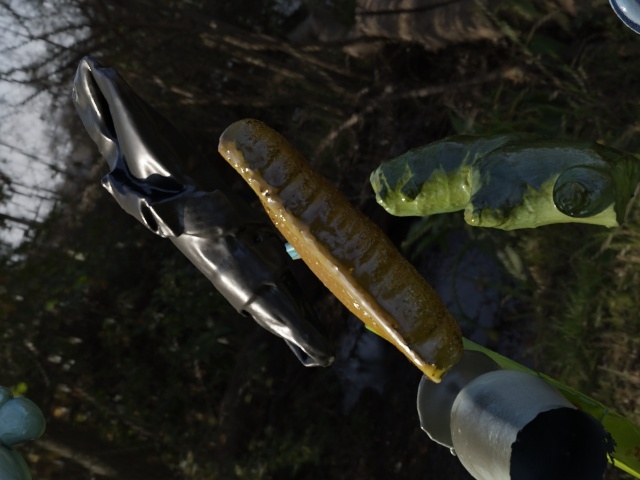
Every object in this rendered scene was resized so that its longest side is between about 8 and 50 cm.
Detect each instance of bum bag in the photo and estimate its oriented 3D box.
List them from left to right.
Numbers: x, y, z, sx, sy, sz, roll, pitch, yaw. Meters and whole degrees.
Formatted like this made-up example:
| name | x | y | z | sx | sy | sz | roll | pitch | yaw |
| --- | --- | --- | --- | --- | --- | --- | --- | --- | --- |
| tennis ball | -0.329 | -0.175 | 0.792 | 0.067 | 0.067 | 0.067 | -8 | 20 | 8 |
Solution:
| name | x | y | z | sx | sy | sz | roll | pitch | yaw |
| --- | --- | --- | --- | --- | --- | --- | --- | --- | --- |
| bum bag | -0.077 | -0.012 | 0.559 | 0.060 | 0.248 | 0.123 | -46 | 13 | -7 |

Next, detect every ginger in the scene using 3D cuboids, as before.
| name | x | y | z | sx | sy | sz | roll | pitch | yaw |
| --- | --- | --- | --- | --- | --- | --- | --- | --- | --- |
| ginger | 0.167 | -0.057 | 0.820 | 0.137 | 0.089 | 0.290 | -42 | 31 | -19 |

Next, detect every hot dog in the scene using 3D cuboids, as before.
| name | x | y | z | sx | sy | sz | roll | pitch | yaw |
| --- | --- | --- | --- | --- | --- | --- | --- | --- | --- |
| hot dog | 0.020 | 0.002 | 0.743 | 0.068 | 0.289 | 0.083 | -39 | -10 | -8 |

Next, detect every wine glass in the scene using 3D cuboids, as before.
| name | x | y | z | sx | sy | sz | roll | pitch | yaw |
| --- | --- | --- | --- | --- | --- | --- | --- | --- | --- |
| wine glass | 0.153 | 0.157 | 0.709 | 0.222 | 0.103 | 0.103 | -170 | 98 | -82 |

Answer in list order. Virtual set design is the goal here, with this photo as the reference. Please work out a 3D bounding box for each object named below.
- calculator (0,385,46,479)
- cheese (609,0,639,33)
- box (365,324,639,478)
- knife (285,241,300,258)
| name | x | y | z | sx | sy | sz | roll | pitch | yaw |
| --- | --- | --- | --- | --- | --- | --- | --- | --- | --- |
| calculator | -0.417 | 0.280 | 0.903 | 0.295 | 0.184 | 0.042 | -50 | 1 | -10 |
| cheese | 0.440 | -0.363 | 1.206 | 0.052 | 0.244 | 0.135 | 162 | 121 | -73 |
| box | 0.215 | 0.163 | 0.940 | 0.335 | 0.187 | 0.047 | 24 | 83 | 52 |
| knife | 0.000 | 0.000 | 1.069 | 0.222 | 0.064 | 0.031 | 154 | 107 | -67 |
